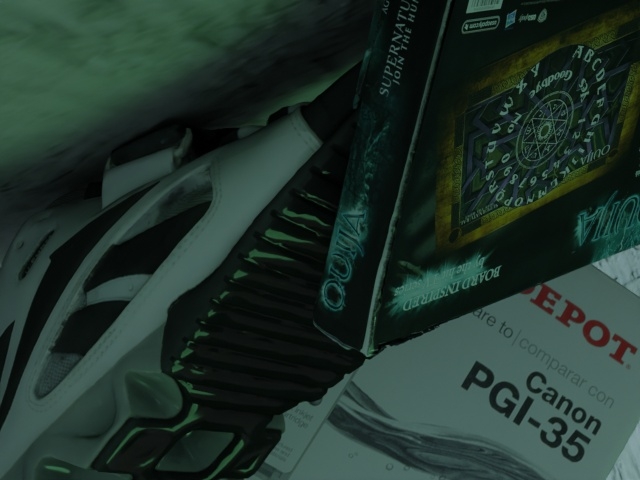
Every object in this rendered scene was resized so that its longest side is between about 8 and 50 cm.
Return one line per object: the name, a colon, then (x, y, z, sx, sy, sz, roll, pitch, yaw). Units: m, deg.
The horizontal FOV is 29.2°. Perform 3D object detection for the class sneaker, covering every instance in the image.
sneaker: (-0.049, 0.002, 0.482, 0.330, 0.146, 0.122, -44, 144, 15)

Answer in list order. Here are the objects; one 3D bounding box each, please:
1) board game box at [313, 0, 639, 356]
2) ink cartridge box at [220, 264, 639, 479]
board game box: (0.080, -0.042, 0.408, 0.186, 0.126, 0.026, -16, -142, -44)
ink cartridge box: (0.018, 0.107, 0.626, 0.283, 0.207, 0.117, -57, -174, -11)
